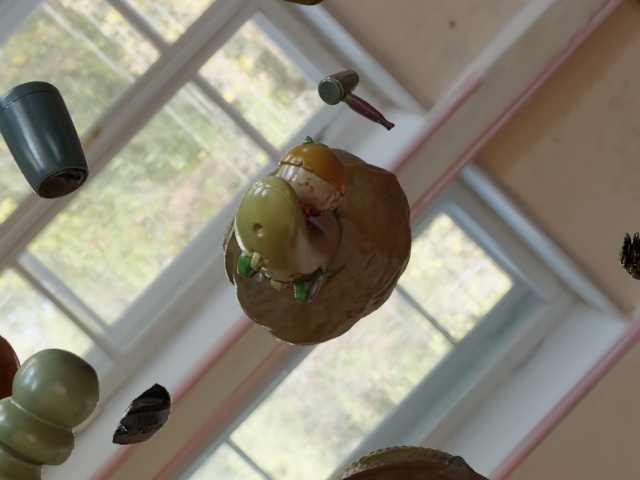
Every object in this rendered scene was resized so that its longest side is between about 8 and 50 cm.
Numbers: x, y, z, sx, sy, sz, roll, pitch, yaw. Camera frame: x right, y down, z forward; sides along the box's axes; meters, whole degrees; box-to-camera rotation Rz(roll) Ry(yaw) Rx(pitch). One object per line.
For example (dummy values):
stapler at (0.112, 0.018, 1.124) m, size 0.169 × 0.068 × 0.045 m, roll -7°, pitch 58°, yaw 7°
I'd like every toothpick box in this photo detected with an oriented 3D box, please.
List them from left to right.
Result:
toothpick box at (-0.465, -0.164, 2.093) m, size 0.184 × 0.120 × 0.120 m, roll 62°, pitch -175°, yaw 21°

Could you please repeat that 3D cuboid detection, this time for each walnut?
walnut at (0.003, 0.002, 2.131) m, size 0.306 × 0.344 × 0.306 m, roll 41°, pitch -159°, yaw -19°

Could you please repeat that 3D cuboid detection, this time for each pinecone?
pinecone at (0.484, 0.022, 1.849) m, size 0.083 × 0.077 × 0.077 m, roll -3°, pitch 159°, yaw 19°

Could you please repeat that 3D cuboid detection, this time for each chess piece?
chess piece at (-0.358, 0.246, 1.501) m, size 0.144 × 0.251 × 0.144 m, roll 30°, pitch 178°, yaw 1°

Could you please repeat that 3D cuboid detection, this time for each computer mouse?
computer mouse at (-0.246, 0.250, 1.757) m, size 0.047 × 0.079 × 0.135 m, roll 33°, pitch -160°, yaw 14°

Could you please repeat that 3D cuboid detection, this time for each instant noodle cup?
instant noodle cup at (0.110, 0.341, 1.629) m, size 0.274 × 0.274 × 0.090 m, roll 45°, pitch -155°, yaw -33°

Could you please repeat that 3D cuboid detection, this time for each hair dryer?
hair dryer at (0.075, -0.256, 2.341) m, size 0.154 × 0.054 × 0.106 m, roll 44°, pitch -147°, yaw 9°

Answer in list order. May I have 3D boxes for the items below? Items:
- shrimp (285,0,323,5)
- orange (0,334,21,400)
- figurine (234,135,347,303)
shrimp at (-0.071, -0.353, 1.583) m, size 0.178 × 0.034 × 0.124 m, roll 24°, pitch 156°, yaw 32°
orange at (-0.595, 0.257, 2.044) m, size 0.246 × 0.246 × 0.246 m, roll 44°, pitch 178°, yaw 1°
figurine at (-0.034, -0.039, 1.832) m, size 0.124 × 0.222 × 0.324 m, roll 25°, pitch 170°, yaw 15°
